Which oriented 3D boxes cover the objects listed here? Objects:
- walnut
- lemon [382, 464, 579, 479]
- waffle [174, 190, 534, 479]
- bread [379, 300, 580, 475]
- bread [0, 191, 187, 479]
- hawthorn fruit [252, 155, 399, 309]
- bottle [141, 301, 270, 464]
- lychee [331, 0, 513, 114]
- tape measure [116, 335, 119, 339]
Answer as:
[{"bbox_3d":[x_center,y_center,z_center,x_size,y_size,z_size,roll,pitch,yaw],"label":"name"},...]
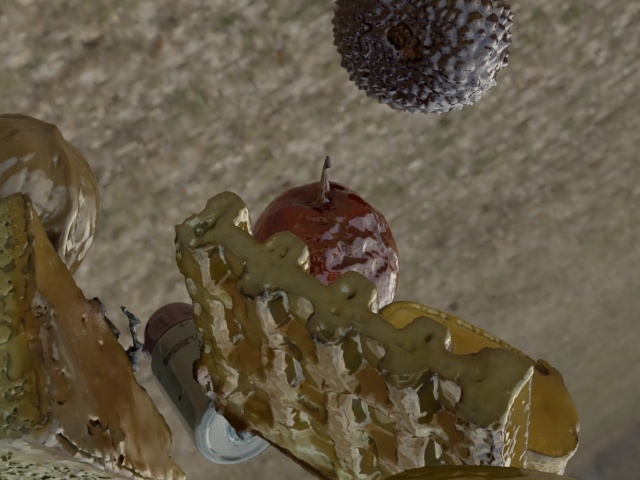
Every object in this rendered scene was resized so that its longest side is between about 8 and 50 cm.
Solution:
[{"bbox_3d":[-0.319,-0.027,1.462,0.213,0.213,0.213,-28,163,-9],"label":"walnut"},{"bbox_3d":[0.116,0.313,0.947,0.350,0.349,0.387,-28,164,-7],"label":"lemon"},{"bbox_3d":[0.027,0.135,1.258,0.077,0.348,0.304,-46,151,-26],"label":"waffle"},{"bbox_3d":[0.133,0.179,1.511,0.142,0.270,0.195,-59,-178,32],"label":"bread"},{"bbox_3d":[-0.290,0.118,1.426,0.249,0.279,0.315,-13,168,13],"label":"bread"},{"bbox_3d":[0.000,0.000,1.881,0.207,0.207,0.243,-21,128,-28],"label":"hawthorn fruit"},{"bbox_3d":[-0.135,0.154,1.699,0.110,0.233,0.110,-12,122,-21],"label":"bottle"},{"bbox_3d":[0.152,-0.297,2.007,0.271,0.271,0.271,-28,163,-9],"label":"lychee"},{"bbox_3d":[-0.318,0.175,1.749,0.196,0.105,0.178,-62,-166,-26],"label":"tape measure"}]
